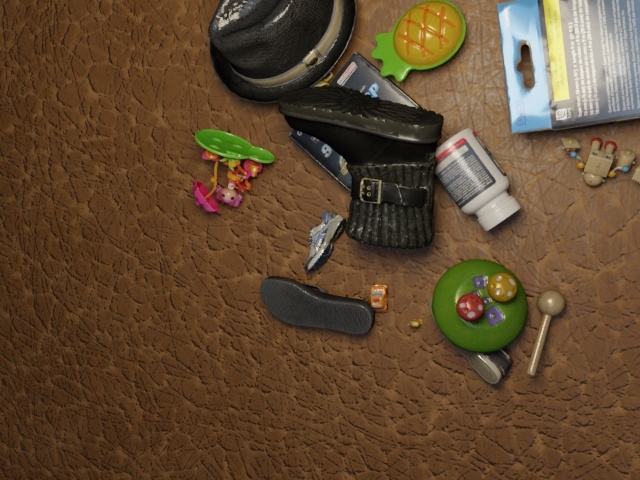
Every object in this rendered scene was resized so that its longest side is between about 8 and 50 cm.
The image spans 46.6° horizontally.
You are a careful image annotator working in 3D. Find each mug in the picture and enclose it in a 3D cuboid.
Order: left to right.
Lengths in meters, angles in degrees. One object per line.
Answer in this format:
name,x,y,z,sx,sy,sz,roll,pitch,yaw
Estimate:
mug,-0.018,-0.318,1.518,0.064,0.078,0.062,46,151,18

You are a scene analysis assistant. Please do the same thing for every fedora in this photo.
fedora,-0.102,-0.439,1.451,0.333,0.152,0.334,-3,81,22

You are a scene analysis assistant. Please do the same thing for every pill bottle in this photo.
pill bottle,0.292,-0.111,1.404,0.108,0.108,0.180,-37,83,18

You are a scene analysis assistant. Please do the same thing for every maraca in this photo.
maraca,0.187,-0.381,1.415,0.185,0.099,0.127,-28,77,15

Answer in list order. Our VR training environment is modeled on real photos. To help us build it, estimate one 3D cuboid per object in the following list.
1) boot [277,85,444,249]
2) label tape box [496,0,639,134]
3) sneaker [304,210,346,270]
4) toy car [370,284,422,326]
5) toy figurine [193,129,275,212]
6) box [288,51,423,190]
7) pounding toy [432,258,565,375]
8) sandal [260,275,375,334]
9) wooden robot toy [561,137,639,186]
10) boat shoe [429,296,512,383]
boot,0.065,-0.137,1.413,0.347,0.131,0.260,21,124,27
label tape box,0.498,-0.327,1.317,0.333,0.106,0.241,-6,94,19
sneaker,0.000,0.000,1.546,0.058,0.052,0.135,33,97,22
toy car,0.152,0.132,1.508,0.122,0.040,0.060,18,100,16
toy figurine,-0.200,-0.130,1.579,0.173,0.130,0.159,16,115,-9
box,0.070,-0.237,1.493,0.175,0.051,0.220,43,107,8
pounding toy,0.329,0.123,1.381,0.236,0.110,0.183,24,76,9
sandal,-0.007,0.137,1.556,0.254,0.054,0.097,16,116,15
wooden robot toy,0.517,-0.134,1.365,0.173,0.076,0.079,19,136,15
boat shoe,0.297,0.185,1.468,0.065,0.075,0.206,-33,76,-25
